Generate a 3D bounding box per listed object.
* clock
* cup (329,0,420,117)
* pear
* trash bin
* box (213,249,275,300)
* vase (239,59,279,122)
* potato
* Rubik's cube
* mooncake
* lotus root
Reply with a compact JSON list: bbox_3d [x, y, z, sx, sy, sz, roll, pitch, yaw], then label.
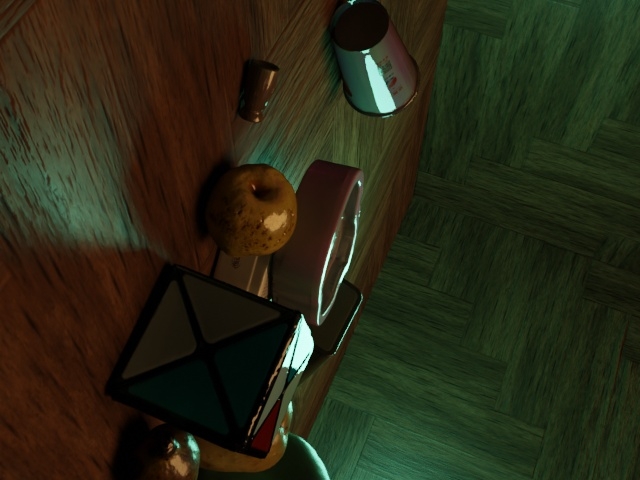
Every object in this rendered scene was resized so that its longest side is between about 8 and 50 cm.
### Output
[{"bbox_3d":[0.000,0.000,1.625,0.338,0.102,0.338,17,90,-80],"label":"clock"},{"bbox_3d":[0.118,-0.433,1.830,0.288,0.203,0.203,44,66,-70],"label":"cup"},{"bbox_3d":[-0.125,-0.048,1.398,0.178,0.178,0.178,20,90,-78],"label":"pear"},{"bbox_3d":[-0.066,0.242,1.874,0.343,0.158,0.223,-55,-178,45],"label":"trash bin"},{"bbox_3d":[-0.116,0.017,1.625,0.260,0.111,0.194,-23,131,-73],"label":"box"},{"bbox_3d":[-0.108,-0.257,1.361,0.053,0.053,0.100,-46,157,-63],"label":"vase"},{"bbox_3d":[-0.172,0.395,1.749,0.242,0.243,0.285,50,57,-76],"label":"potato"},{"bbox_3d":[-0.173,0.212,1.346,0.250,0.246,0.248,74,37,-71],"label":"Rubik's cube"},{"bbox_3d":[-0.146,0.643,1.920,0.356,0.356,0.194,-58,165,-46],"label":"mooncake"},{"bbox_3d":[-0.286,0.412,1.438,0.260,0.128,0.145,108,9,-55],"label":"lotus root"}]
